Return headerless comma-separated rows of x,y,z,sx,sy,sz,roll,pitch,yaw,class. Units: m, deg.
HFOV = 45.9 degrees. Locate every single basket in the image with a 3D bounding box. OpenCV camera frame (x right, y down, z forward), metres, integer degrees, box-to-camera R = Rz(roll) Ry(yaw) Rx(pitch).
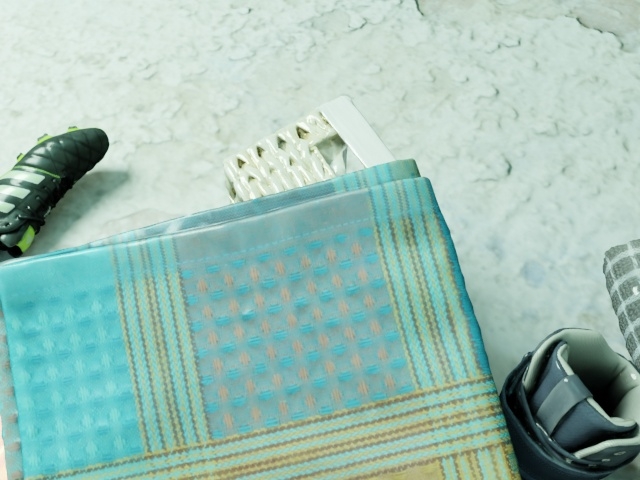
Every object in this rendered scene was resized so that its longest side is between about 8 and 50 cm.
0.000,0.000,0.553,0.103,0.167,0.113,-24,59,-14,basket

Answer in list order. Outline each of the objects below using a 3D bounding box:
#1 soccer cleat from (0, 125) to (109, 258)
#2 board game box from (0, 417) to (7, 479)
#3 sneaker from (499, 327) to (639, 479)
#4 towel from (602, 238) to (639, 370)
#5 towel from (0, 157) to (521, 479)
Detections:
-0.247,-0.031,0.628,0.179,0.060,0.072,-35,73,-18,soccer cleat
-0.284,0.143,0.484,0.347,0.078,0.233,32,59,18,board game box
0.102,0.138,0.462,0.226,0.163,0.086,-24,61,-18,sneaker
0.344,0.109,0.497,0.283,0.121,0.235,14,45,-15,towel
-0.023,0.152,0.396,0.271,0.040,0.370,-14,74,-2,towel
